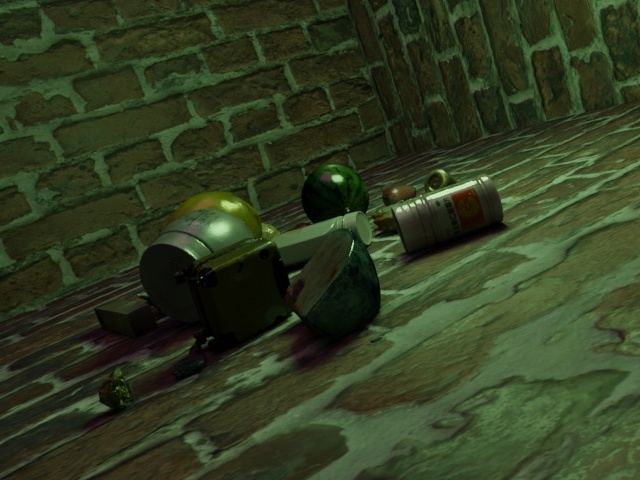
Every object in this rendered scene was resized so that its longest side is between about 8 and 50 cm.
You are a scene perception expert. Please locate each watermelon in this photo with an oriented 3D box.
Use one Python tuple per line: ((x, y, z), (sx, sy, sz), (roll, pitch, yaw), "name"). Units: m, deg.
((0.025, 0.115, 1.306), (0.226, 0.148, 0.318), (-35, 16, 25), "watermelon")
((0.050, -0.148, 2.295), (0.243, 0.242, 0.242), (-19, 9, 3), "watermelon")

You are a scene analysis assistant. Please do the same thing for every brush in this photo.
((-0.269, 0.244, 1.381), (0.070, 0.021, 0.196), (-18, 9, -2), "brush")

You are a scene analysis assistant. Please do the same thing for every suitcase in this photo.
((-0.186, 0.109, 1.442), (0.235, 0.193, 0.143), (-26, 20, -33), "suitcase")

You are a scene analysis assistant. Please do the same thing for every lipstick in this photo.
((-0.588, 0.228, 1.958), (0.076, 0.079, 0.372), (-25, 11, -30), "lipstick")

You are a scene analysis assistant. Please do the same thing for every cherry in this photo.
((0.279, -0.155, 2.348), (0.127, 0.086, 0.106), (0, 5, 6), "cherry")

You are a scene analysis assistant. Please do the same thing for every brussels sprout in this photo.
((-0.391, 0.286, 1.249), (0.058, 0.085, 0.085), (-11, 11, 11), "brussels sprout")

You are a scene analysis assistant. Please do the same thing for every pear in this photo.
((-0.342, 0.002, 2.026), (0.285, 0.285, 0.336), (-8, 44, 52), "pear")

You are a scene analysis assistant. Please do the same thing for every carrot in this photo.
((-0.136, -0.001, 2.432), (0.336, 0.069, 0.069), (-21, 7, 35), "carrot")

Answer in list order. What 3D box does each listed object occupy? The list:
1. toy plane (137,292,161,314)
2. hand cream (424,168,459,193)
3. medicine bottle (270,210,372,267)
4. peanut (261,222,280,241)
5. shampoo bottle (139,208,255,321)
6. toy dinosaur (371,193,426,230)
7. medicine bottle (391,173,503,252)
((-0.474, 0.184, 1.964), (0.160, 0.082, 0.234), (-7, 1, 20), "toy plane")
((0.397, -0.153, 1.952), (0.084, 0.083, 0.203), (-11, -15, 43), "hand cream")
((0.000, 0.000, 1.966), (0.297, 0.111, 0.161), (-18, 11, 24), "medicine bottle")
((-0.275, 0.037, 2.239), (0.325, 0.140, 0.153), (-19, 26, 18), "peanut")
((-0.319, 0.062, 1.756), (0.273, 0.272, 0.266), (-14, 15, 32), "shampoo bottle")
((0.257, -0.081, 1.947), (0.206, 0.092, 0.393), (-17, 10, 3), "toy dinosaur")
((0.311, -0.066, 1.622), (0.250, 0.133, 0.133), (-18, 9, 3), "medicine bottle")
